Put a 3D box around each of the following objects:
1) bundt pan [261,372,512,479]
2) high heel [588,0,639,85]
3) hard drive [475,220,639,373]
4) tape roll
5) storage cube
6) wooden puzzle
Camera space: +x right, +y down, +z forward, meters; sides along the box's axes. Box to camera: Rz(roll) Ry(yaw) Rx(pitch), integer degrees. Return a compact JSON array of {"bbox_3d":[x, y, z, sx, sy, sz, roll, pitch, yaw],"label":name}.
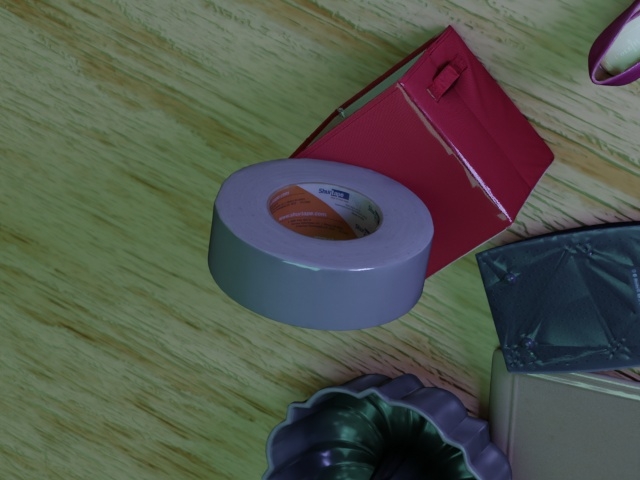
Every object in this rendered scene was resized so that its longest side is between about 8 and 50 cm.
[{"bbox_3d":[0.097,0.303,1.990,0.331,0.124,0.330,13,117,28],"label":"bundt pan"},{"bbox_3d":[0.362,-0.243,1.615,0.244,0.117,0.082,-36,96,34],"label":"high heel"},{"bbox_3d":[0.315,0.060,1.824,0.255,0.054,0.172,-9,110,25],"label":"hard drive"},{"bbox_3d":[0.000,0.000,1.620,0.219,0.219,0.072,19,122,15],"label":"tape roll"},{"bbox_3d":[0.106,-0.083,1.775,0.215,0.183,0.193,-36,98,33],"label":"storage cube"},{"bbox_3d":[0.309,0.245,1.934,0.239,0.044,0.220,14,120,24],"label":"wooden puzzle"}]
